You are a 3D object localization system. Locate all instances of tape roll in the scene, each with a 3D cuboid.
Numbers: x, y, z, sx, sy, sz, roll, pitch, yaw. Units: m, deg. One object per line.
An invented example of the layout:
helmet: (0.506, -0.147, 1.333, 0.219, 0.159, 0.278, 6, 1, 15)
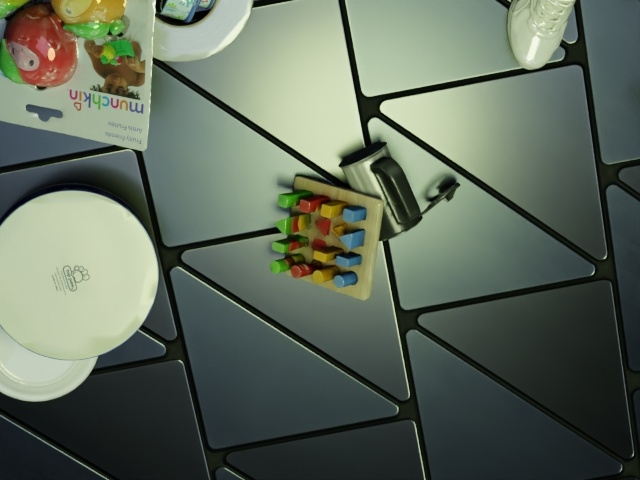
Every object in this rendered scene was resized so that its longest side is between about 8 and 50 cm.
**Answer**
tape roll: (-0.206, -0.376, 1.894, 0.219, 0.072, 0.219, 0, 105, -1)

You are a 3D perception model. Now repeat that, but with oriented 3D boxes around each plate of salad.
plate of salad: (-0.453, 0.158, 2.037, 0.199, 0.048, 0.200, -2, 102, -12)

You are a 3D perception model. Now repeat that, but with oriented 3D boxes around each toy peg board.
toy peg board: (0.000, 0.000, 1.950, 0.160, 0.079, 0.161, 18, 109, 33)

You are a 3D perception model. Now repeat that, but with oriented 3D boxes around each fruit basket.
fruit basket: (-0.383, -0.318, 1.773, 0.327, 0.165, 0.353, 14, 108, 16)

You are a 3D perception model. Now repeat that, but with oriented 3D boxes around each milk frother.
milk frother: (0.126, -0.092, 1.976, 0.143, 0.129, 0.135, -37, 108, -37)

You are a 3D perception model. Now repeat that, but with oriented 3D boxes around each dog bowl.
dog bowl: (-0.380, 0.047, 1.954, 0.265, 0.104, 0.265, -2, 98, -11)

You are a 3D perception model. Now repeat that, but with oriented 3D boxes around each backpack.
backpack: (-0.188, -0.367, 1.805, 0.084, 0.105, 0.114, 15, 102, -20)

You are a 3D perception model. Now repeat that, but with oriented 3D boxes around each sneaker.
sneaker: (0.342, -0.364, 1.892, 0.090, 0.115, 0.232, 14, 104, -5)

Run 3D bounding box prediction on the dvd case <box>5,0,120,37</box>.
dvd case: (-0.398, -0.374, 1.869, 0.238, 0.029, 0.179, 12, 104, 16)
